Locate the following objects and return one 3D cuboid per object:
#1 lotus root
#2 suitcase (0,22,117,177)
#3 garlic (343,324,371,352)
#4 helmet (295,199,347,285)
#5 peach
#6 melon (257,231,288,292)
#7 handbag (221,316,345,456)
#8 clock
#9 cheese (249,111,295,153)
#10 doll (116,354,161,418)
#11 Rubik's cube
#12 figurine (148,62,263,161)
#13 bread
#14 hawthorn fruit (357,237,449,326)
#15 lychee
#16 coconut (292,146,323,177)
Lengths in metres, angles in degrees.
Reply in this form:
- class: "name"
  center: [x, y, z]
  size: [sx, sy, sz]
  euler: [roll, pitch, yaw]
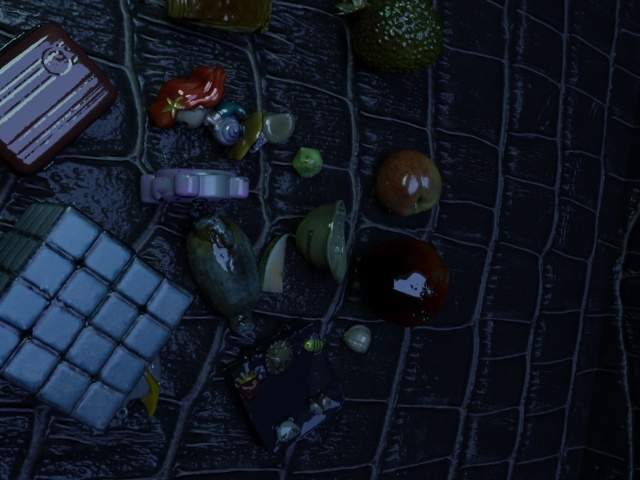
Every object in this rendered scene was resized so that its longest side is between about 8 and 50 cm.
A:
- class: "lotus root"
  center: [-0.253, 0.083, 1.633]
  size: [0.175, 0.175, 0.350]
  euler: [-27, 114, -31]
- class: "suitcase"
  center: [-0.618, -0.302, 1.316]
  size: [0.297, 0.161, 0.236]
  euler: [-50, 121, -20]
- class: "garlic"
  center: [0.127, 0.314, 1.983]
  size: [0.094, 0.074, 0.113]
  euler: [42, 27, -9]
- class: "helmet"
  center: [-0.003, 0.004, 1.817]
  size: [0.204, 0.137, 0.258]
  euler: [-49, 140, -67]
- class: "peach"
  center: [0.278, -0.195, 1.980]
  size: [0.232, 0.232, 0.233]
  euler: [-5, 98, -36]
- class: "melon"
  center: [-0.137, 0.063, 1.778]
  size: [0.098, 0.054, 0.182]
  euler: [4, 94, -42]
- class: "handbag"
  center: [-0.103, 0.425, 1.802]
  size: [0.303, 0.122, 0.329]
  euler: [-30, 110, -29]
- class: "clock"
  center: [-0.308, -0.131, 1.509]
  size: [0.227, 0.248, 0.090]
  euler: [-1, 94, -36]
- class: "cheese"
  center: [-0.145, -0.313, 1.730]
  size: [0.171, 0.047, 0.092]
  euler: [-26, 109, -31]
- class: "doll"
  center: [-0.457, 0.292, 1.541]
  size: [0.145, 0.103, 0.316]
  euler: [20, 78, -32]
- class: "Rubik's cube"
  center: [-0.543, 0.145, 1.309]
  size: [0.337, 0.343, 0.344]
  euler: [41, 72, -32]
- class: "figurine"
  center: [-0.288, -0.339, 1.560]
  size: [0.257, 0.181, 0.208]
  euler: [28, 118, -33]
- class: "bread"
  center: [-0.265, -0.669, 1.521]
  size: [0.324, 0.167, 0.278]
  euler: [-17, 125, -46]
- class: "hawthorn fruit"
  center: [0.260, 0.125, 1.936]
  size: [0.316, 0.316, 0.316]
  euler: [-5, 98, -36]
- class: "lychee"
  center: [0.213, -0.629, 1.825]
  size: [0.320, 0.270, 0.270]
  euler: [42, 65, 9]
- class: "coconut"
  center: [-0.038, -0.233, 1.797]
  size: [0.088, 0.088, 0.096]
  euler: [-45, 124, -24]
